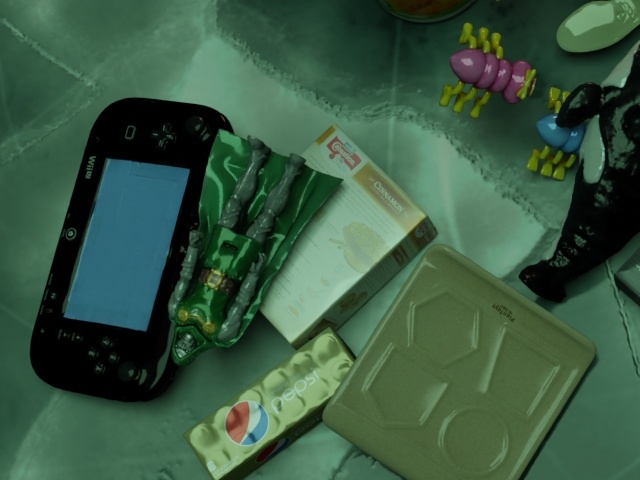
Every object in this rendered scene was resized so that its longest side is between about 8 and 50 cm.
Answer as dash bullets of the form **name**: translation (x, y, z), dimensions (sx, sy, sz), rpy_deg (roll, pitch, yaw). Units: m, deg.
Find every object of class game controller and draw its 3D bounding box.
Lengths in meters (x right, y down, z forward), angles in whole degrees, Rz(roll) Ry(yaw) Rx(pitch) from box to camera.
- **game controller**: translation (-0.194, 0.006, 1.646), dimensions (0.166, 0.067, 0.319), rpy_deg (10, 76, 15)

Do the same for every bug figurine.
- **bug figurine**: translation (0.230, -0.203, 1.548), dimensions (0.216, 0.072, 0.279), rpy_deg (12, 93, -18)

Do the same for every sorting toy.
- **sorting toy**: translation (0.132, 0.137, 1.529), dimensions (0.193, 0.038, 0.208), rpy_deg (33, 87, -2)

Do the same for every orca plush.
- **orca plush**: translation (0.288, -0.067, 1.505), dimensions (0.151, 0.102, 0.287), rpy_deg (42, 85, -25)

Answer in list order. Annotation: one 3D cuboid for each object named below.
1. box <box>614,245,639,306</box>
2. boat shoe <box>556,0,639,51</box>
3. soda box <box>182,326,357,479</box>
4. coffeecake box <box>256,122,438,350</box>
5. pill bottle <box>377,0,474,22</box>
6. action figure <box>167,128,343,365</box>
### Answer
- **box**: translation (0.423, 0.014, 1.512), dimensions (0.231, 0.056, 0.183), rpy_deg (-45, 71, -3)
- **boat shoe**: translation (0.300, -0.229, 1.618), dimensions (0.133, 0.042, 0.049), rpy_deg (-30, 90, 5)
- **soda box**: translation (-0.041, 0.165, 1.571), dimensions (0.181, 0.058, 0.061), rpy_deg (-36, 70, 1)
- **coffeecake box**: translation (0.000, 0.000, 1.603), dimensions (0.185, 0.068, 0.142), rpy_deg (-43, 69, -2)
- **pill bottle**: translation (0.090, -0.323, 1.581), dimensions (0.136, 0.246, 0.136), rpy_deg (-3, 73, 12)
- **action figure**: translation (-0.087, 0.016, 1.552), dimensions (0.137, 0.063, 0.232), rpy_deg (22, 83, 16)
